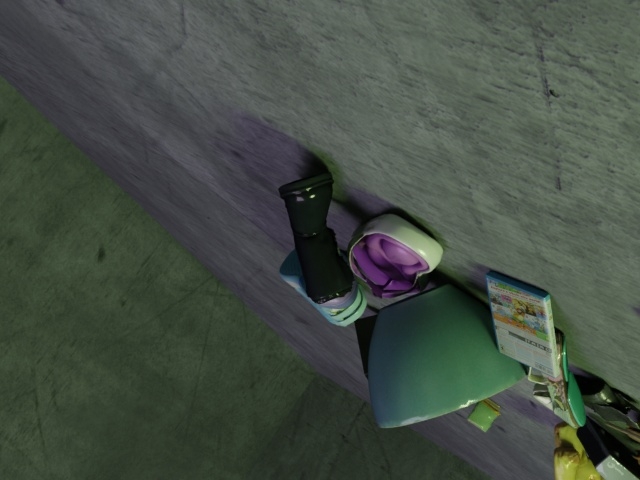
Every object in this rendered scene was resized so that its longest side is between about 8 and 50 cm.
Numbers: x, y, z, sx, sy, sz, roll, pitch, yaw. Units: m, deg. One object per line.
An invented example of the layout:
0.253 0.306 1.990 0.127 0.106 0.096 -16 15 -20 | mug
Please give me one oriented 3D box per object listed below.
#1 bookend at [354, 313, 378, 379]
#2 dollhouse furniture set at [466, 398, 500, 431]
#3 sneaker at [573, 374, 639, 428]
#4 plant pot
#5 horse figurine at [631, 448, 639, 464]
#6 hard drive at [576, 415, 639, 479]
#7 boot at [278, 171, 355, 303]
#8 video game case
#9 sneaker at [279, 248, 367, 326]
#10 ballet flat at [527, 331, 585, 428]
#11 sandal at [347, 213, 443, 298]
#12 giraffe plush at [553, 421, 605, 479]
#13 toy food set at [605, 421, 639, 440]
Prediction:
0.172 0.246 2.318 0.072 0.156 0.157 62 -165 -65 | bookend
0.386 0.416 2.420 0.151 0.076 0.058 35 169 7 | dollhouse furniture set
0.497 0.289 1.700 0.089 0.051 0.170 43 163 -12 | sneaker
0.203 0.191 1.707 0.290 0.290 0.195 144 105 -77 | plant pot
0.724 0.486 1.775 0.174 0.066 0.263 53 169 -29 | horse figurine
0.623 0.470 1.896 0.254 0.054 0.172 39 -167 -15 | hard drive
0.000 0.000 1.622 0.246 0.094 0.207 129 123 -83 | boot
0.323 0.134 1.518 0.119 0.015 0.166 24 140 45 | video game case
0.049 0.119 2.108 0.208 0.127 0.319 43 175 -23 | sneaker
0.397 0.239 1.624 0.079 0.077 0.221 -6 131 23 | ballet flat
0.111 0.047 1.702 0.169 0.102 0.416 34 168 7 | sandal
0.596 0.506 2.053 0.170 0.210 0.181 -2 147 16 | giraffe plush
0.611 0.358 1.697 0.192 0.039 0.132 29 175 -31 | toy food set
